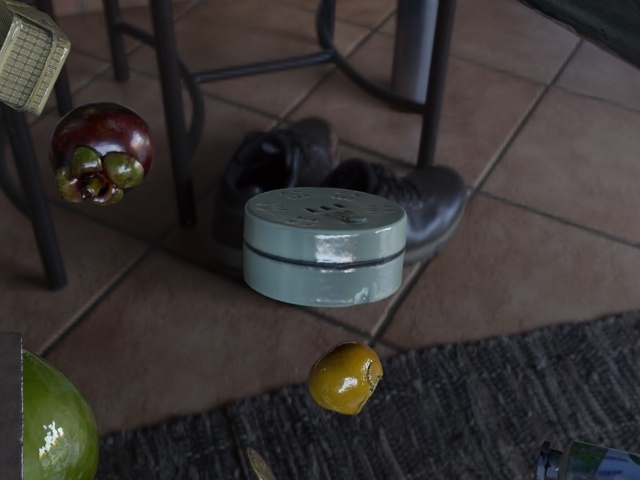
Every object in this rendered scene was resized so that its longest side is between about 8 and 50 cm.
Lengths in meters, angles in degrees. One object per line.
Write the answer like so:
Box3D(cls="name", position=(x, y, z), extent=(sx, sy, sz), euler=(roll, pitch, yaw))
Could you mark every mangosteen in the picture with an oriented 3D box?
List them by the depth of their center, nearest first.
Box3D(cls="mangosteen", position=(-0.365, -0.136, 1.533), extent=(0.200, 0.199, 0.200), euler=(1, 42, -1))

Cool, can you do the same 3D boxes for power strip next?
Box3D(cls="power strip", position=(0.000, 0.000, 1.898), extent=(0.358, 0.161, 0.357), euler=(2, 18, -1))

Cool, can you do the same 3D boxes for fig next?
Box3D(cls="fig", position=(-0.470, 0.275, 1.293), extent=(0.316, 0.316, 0.316), euler=(1, 42, -1))

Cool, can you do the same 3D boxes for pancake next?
Box3D(cls="pancake", position=(-0.095, 0.396, 1.565), extent=(0.011, 0.115, 0.115), euler=(-33, 48, -1))

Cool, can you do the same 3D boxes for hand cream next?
Box3D(cls="hand cream", position=(0.357, 0.255, 0.929), extent=(0.271, 0.091, 0.058), euler=(12, -1, 21))

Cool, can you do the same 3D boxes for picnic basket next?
Box3D(cls="picnic basket", position=(-0.404, -0.249, 1.218), extent=(0.079, 0.115, 0.164), euler=(17, 16, -37))

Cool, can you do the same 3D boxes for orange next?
Box3D(cls="orange", position=(0.051, 0.272, 1.808), extent=(0.155, 0.155, 0.134), euler=(-32, 87, -32))

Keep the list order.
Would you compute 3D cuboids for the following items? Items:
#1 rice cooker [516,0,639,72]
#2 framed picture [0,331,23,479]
Box3D(cls="rice cooker", position=(0.218, -0.188, 0.383), extent=(0.277, 0.288, 0.288), euler=(32, 48, 10))
Box3D(cls="framed picture", position=(-0.284, 0.149, 0.672), extent=(0.128, 0.023, 0.168), euler=(4, 66, -27))
